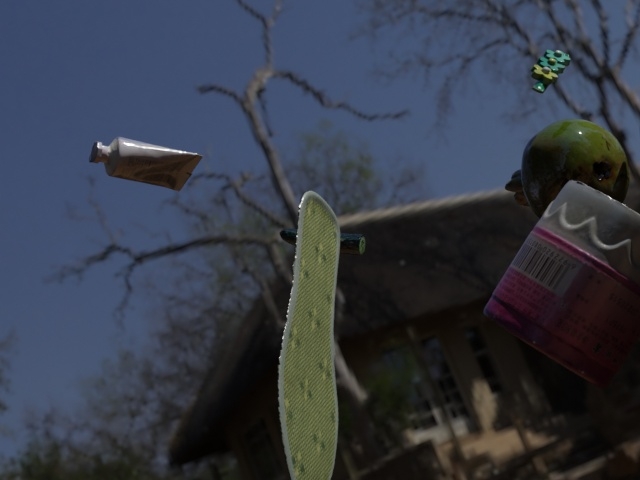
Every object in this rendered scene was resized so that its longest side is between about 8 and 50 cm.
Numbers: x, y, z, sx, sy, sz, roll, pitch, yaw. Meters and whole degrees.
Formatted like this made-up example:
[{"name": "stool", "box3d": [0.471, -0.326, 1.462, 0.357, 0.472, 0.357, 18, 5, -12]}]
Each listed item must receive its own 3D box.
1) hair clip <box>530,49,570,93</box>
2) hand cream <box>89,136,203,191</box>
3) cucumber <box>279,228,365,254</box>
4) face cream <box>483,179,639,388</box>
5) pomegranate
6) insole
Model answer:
[{"name": "hair clip", "box3d": [0.366, -0.276, 2.092, 0.049, 0.049, 0.173, -32, 6, 30]}, {"name": "hand cream", "box3d": [-0.239, -0.105, 1.755, 0.142, 0.053, 0.084, 10, -37, -28]}, {"name": "cucumber", "box3d": [0.000, 0.000, 1.947, 0.133, 0.032, 0.032, 6, -8, 18]}, {"name": "face cream", "box3d": [0.314, 0.051, 1.548, 0.195, 0.175, 0.175, -58, -22, 3]}, {"name": "pomegranate", "box3d": [0.390, -0.112, 2.087, 0.179, 0.210, 0.179, -17, -59, -30]}, {"name": "insole", "box3d": [-0.006, 0.092, 1.214, 0.007, 0.322, 0.109, -14, -38, 26]}]
